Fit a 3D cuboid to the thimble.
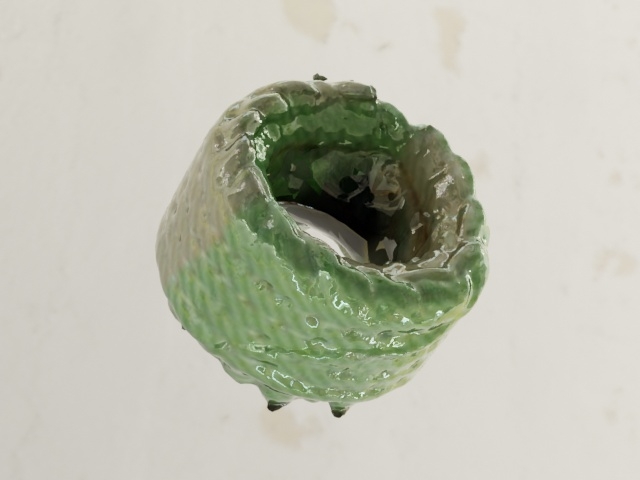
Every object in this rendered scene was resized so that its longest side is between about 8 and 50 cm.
[{"bbox_3d":[0.000,0.000,1.176,0.219,0.150,0.219,18,-136,-18],"label":"thimble"}]
